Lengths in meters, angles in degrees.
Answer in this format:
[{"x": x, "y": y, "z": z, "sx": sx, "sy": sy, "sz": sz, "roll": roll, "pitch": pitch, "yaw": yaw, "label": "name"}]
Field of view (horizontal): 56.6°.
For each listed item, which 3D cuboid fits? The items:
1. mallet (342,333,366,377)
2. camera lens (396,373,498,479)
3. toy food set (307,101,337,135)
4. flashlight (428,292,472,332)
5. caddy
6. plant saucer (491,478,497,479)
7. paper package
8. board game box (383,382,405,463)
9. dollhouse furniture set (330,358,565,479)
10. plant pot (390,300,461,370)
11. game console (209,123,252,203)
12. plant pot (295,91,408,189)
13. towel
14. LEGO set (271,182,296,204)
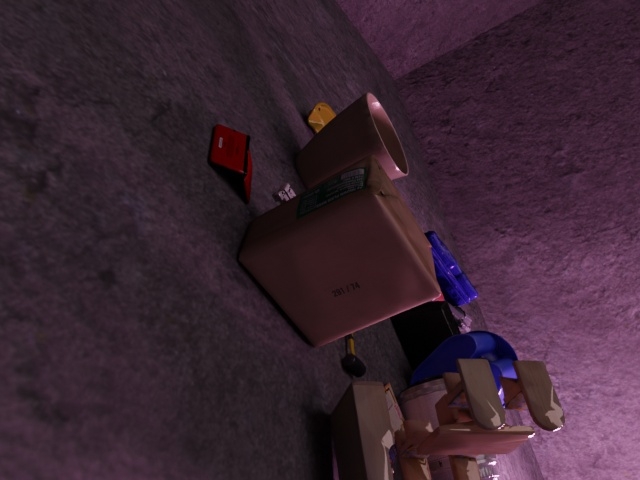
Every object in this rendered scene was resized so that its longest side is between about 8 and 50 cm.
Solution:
[{"x": 0.073, "y": 0.255, "z": 1.508, "sx": 0.062, "sy": 0.039, "sz": 0.190, "roll": 44, "pitch": 24, "yaw": -40, "label": "mallet"}, {"x": 0.335, "y": 0.512, "z": 1.591, "sx": 0.219, "sy": 0.219, "sz": 0.275, "roll": 34, "pitch": 37, "yaw": -55, "label": "camera lens"}, {"x": 0.017, "y": -0.364, "z": 2.018, "sx": 0.218, "sy": 0.071, "sz": 0.128, "roll": 49, "pitch": 50, "yaw": -33, "label": "toy food set"}, {"x": 0.440, "y": 0.235, "z": 2.165, "sx": 0.304, "sy": 0.103, "sz": 0.103, "roll": 36, "pitch": 61, "yaw": -40, "label": "flashlight"}, {"x": 0.438, "y": 0.427, "z": 1.794, "sx": 0.179, "sy": 0.341, "sz": 0.241, "roll": 13, "pitch": 33, "yaw": -54, "label": "caddy"}, {"x": 0.461, "y": 0.827, "z": 1.655, "sx": 0.400, "sy": 0.100, "sz": 0.401, "roll": -8, "pitch": 90, "yaw": -75, "label": "plant saucer"}, {"x": 0.045, "y": 0.033, "z": 1.264, "sx": 0.309, "sy": 0.324, "sz": 0.168, "roll": 52, "pitch": 24, "yaw": -30, "label": "paper package"}, {"x": 0.156, "y": 0.450, "z": 1.470, "sx": 0.147, "sy": 0.045, "sz": 0.193, "roll": 68, "pitch": 21, "yaw": 7, "label": "board game box"}, {"x": 0.243, "y": 0.439, "z": 1.200, "sx": 0.393, "sy": 0.362, "sz": 0.257, "roll": 6, "pitch": 49, "yaw": -16, "label": "dollhouse furniture set"}, {"x": 0.360, "y": 0.296, "z": 1.974, "sx": 0.188, "sy": 0.166, "sz": 0.188, "roll": 67, "pitch": 21, "yaw": 4, "label": "plant pot"}, {"x": -0.198, "y": -0.172, "z": 1.335, "sx": 0.124, "sy": 0.085, "sz": 0.144, "roll": 19, "pitch": 40, "yaw": -21, "label": "game console"}, {"x": 0.074, "y": -0.248, "z": 1.714, "sx": 0.256, "sy": 0.273, "sz": 0.257, "roll": 52, "pitch": 24, "yaw": -34, "label": "plant pot"}, {"x": 0.431, "y": 0.123, "z": 2.262, "sx": 0.076, "sy": 0.227, "sz": 0.308, "roll": -40, "pitch": 98, "yaw": -35, "label": "towel"}, {"x": -0.058, "y": -0.043, "z": 1.386, "sx": 0.227, "sy": 0.087, "sz": 0.093, "roll": 57, "pitch": 37, "yaw": -32, "label": "LEGO set"}]
